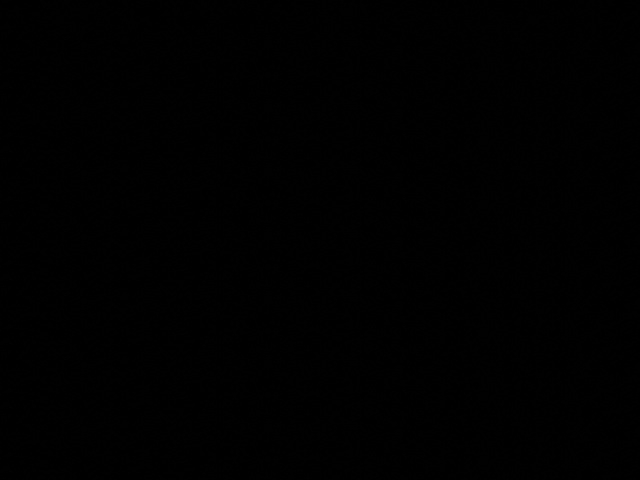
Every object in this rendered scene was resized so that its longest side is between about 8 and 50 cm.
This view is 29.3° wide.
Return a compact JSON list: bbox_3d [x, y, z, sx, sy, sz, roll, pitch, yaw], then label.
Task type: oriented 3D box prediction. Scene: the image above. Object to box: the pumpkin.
[{"bbox_3d":[0.000,0.000,0.185,0.454,0.454,0.344,3,-82,13],"label":"pumpkin"}]
